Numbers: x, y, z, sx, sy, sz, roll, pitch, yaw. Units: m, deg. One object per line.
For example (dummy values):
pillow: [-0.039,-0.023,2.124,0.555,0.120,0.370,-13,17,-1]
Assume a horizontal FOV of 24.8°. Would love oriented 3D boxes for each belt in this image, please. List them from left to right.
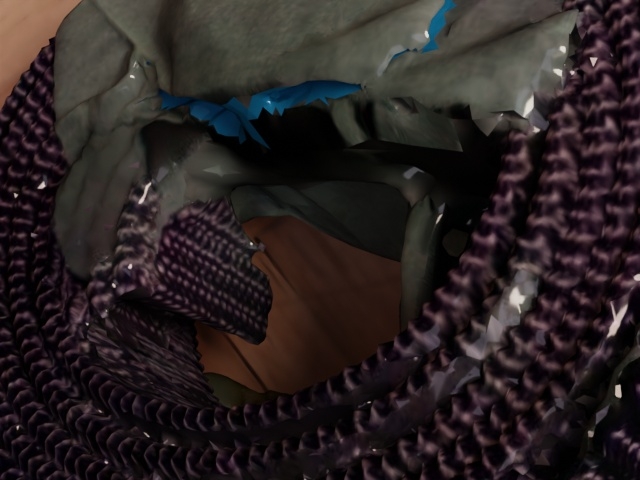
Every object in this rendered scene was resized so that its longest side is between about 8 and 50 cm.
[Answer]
belt: [0.000,0.000,0.510,0.324,0.122,0.260,1,71,43]

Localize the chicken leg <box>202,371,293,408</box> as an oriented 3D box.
chicken leg: [0.091,0.064,0.576,0.429,0.152,0.201,-18,89,22]
